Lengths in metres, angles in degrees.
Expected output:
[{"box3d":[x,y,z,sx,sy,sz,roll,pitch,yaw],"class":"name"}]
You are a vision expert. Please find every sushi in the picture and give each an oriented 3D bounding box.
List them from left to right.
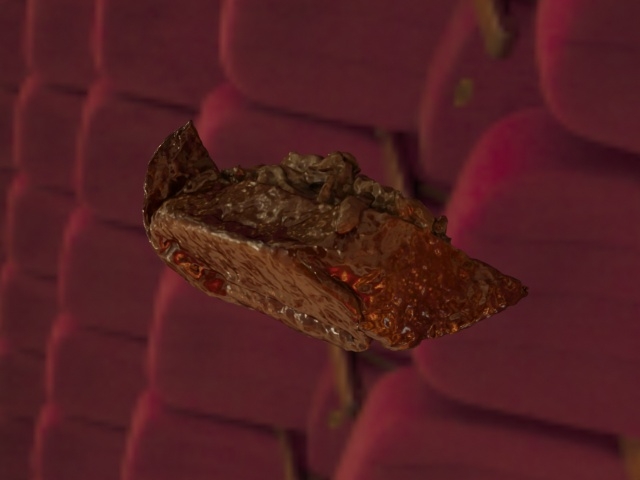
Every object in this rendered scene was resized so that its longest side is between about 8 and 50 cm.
[{"box3d":[0.000,0.000,0.545,0.120,0.055,0.052,17,146,43],"class":"sushi"}]
